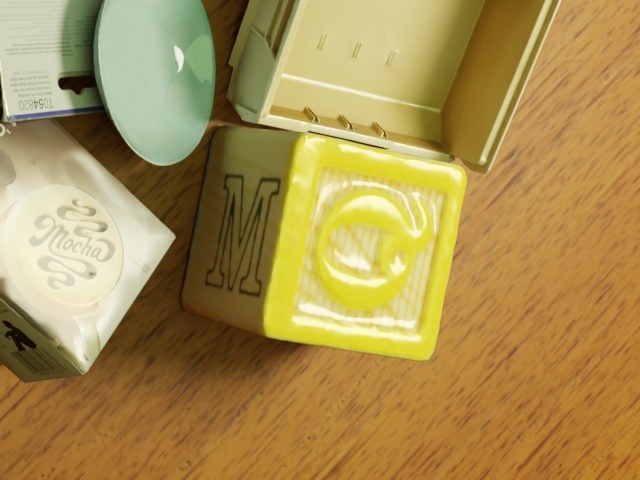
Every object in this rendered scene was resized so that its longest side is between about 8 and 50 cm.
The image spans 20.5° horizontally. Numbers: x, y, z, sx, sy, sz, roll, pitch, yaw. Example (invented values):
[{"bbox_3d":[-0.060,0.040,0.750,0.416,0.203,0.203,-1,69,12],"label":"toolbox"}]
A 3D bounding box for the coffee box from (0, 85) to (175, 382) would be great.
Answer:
[{"bbox_3d":[-0.298,-0.032,1.574,0.297,0.119,0.168,46,58,-23],"label":"coffee box"}]

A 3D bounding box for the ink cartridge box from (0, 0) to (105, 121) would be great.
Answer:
[{"bbox_3d":[-0.241,-0.223,1.583,0.223,0.045,0.224,-14,101,-61],"label":"ink cartridge box"}]

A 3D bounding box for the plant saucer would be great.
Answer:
[{"bbox_3d":[-0.163,-0.166,1.636,0.195,0.037,0.195,3,87,-62],"label":"plant saucer"}]

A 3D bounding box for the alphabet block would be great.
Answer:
[{"bbox_3d":[0.000,0.000,1.702,0.192,0.197,0.193,9,91,-26],"label":"alphabet block"}]

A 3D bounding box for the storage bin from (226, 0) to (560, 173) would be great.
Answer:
[{"bbox_3d":[0.071,-0.210,1.723,0.262,0.123,0.260,10,112,-27],"label":"storage bin"}]
